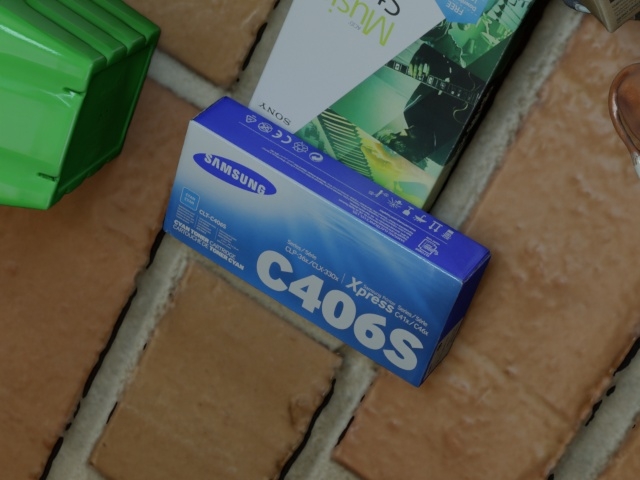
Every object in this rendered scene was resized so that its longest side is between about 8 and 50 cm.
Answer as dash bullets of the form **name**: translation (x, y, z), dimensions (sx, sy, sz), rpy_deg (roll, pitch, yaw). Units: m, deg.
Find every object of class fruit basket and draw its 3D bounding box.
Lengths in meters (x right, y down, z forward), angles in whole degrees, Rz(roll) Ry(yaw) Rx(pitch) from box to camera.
- **fruit basket**: translation (-0.402, -0.185, 1.704), dimensions (0.392, 0.392, 0.283), rpy_deg (25, 107, 16)

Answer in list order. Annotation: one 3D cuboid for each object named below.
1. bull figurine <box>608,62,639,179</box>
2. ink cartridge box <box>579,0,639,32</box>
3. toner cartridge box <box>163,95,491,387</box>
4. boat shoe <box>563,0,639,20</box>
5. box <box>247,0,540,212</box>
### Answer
- **bull figurine**: translation (0.436, -0.120, 1.517), dimensions (0.310, 0.101, 0.189), rpy_deg (-6, 99, 33)
- **ink cartridge box**: translation (0.274, -0.344, 1.485), dimensions (0.193, 0.088, 0.235), rpy_deg (-39, 59, 2)
- **toner cartridge box**: translation (0.000, 0.000, 1.704), dimensions (0.347, 0.075, 0.165), rpy_deg (31, 130, 15)
- **boat shoe**: translation (0.377, -0.249, 1.528), dimensions (0.301, 0.108, 0.102), rpy_deg (8, 136, 21)
- **box**: translation (0.077, -0.207, 1.637), dimensions (0.232, 0.058, 0.322), rpy_deg (34, 125, 13)
